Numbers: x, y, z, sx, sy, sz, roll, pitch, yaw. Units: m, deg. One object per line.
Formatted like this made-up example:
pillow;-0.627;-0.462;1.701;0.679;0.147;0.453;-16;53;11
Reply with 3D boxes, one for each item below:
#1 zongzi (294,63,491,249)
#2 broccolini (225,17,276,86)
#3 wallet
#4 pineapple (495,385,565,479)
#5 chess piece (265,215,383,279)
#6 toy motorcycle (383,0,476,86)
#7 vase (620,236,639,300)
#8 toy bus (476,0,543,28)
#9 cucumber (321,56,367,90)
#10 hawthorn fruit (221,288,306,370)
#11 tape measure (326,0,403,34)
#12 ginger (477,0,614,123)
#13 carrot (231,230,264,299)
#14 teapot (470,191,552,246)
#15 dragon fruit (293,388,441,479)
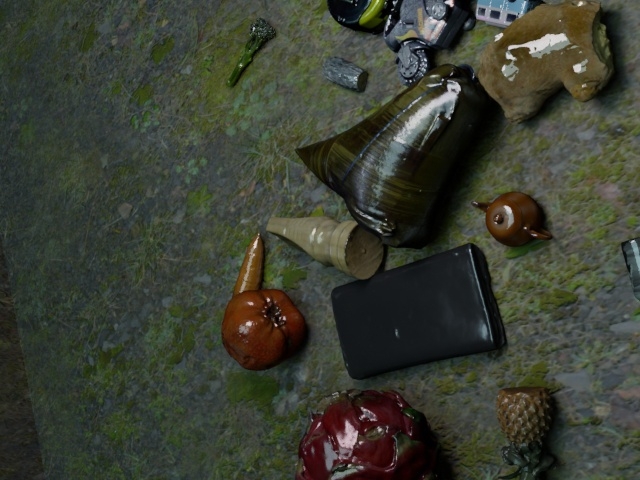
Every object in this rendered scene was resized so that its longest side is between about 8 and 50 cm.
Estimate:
zongzi;0.131;-0.247;1.770;0.432;0.208;0.403;43;119;37
broccolini;-0.196;-0.484;2.149;0.216;0.067;0.058;-50;22;31
wallet;0.201;0.166;1.806;0.406;0.062;0.228;-20;77;40
pineapple;0.398;0.427;1.592;0.119;0.130;0.277;-7;88;54
chess piece;0.000;0.000;1.923;0.301;0.137;0.137;14;100;44
toy motorcycle;0.229;-0.483;1.737;0.173;0.108;0.307;48;118;37
vase;0.590;0.099;1.454;0.060;0.060;0.211;-20;78;41
toy bus;0.374;-0.462;1.635;0.123;0.060;0.075;27;113;40
cucumber;0.059;-0.390;1.918;0.112;0.064;0.064;32;112;37
hawthorn fruit;-0.163;0.242;2.050;0.243;0.207;0.207;-48;61;41
tape measure;0.101;-0.563;1.846;0.199;0.112;0.186;28;111;40
ginger;0.432;-0.332;1.542;0.221;0.130;0.275;48;126;21
carrot;-0.184;0.074;2.146;0.072;0.072;0.205;19;101;40
teapot;0.377;-0.040;1.609;0.173;0.116;0.116;33;112;36
dragon fruit;0.107;0.472;1.741;0.329;0.329;0.329;1;92;42
